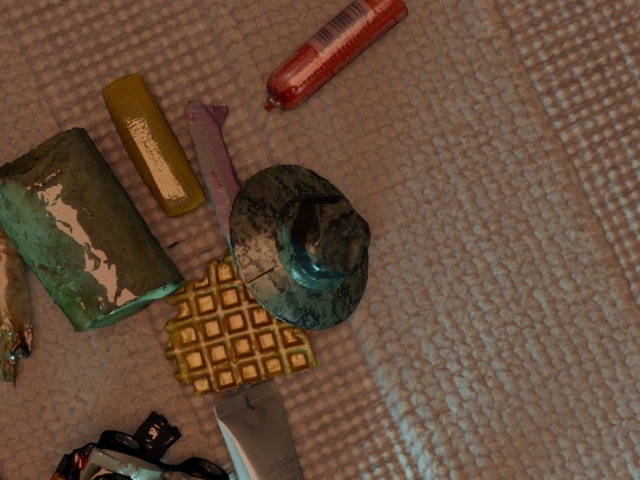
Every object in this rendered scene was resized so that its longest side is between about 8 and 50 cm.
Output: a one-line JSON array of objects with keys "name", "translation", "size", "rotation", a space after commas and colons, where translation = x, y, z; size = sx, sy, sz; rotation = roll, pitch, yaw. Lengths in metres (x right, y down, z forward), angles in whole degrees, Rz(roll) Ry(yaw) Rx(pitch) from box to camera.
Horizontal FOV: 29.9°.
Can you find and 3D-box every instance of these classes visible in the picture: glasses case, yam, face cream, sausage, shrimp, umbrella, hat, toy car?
[{"name": "glasses case", "translation": [-0.260, -0.145, 1.859], "size": [0.079, 0.064, 0.234], "rotation": [-28, 90, -6]}, {"name": "yam", "translation": [-0.357, -0.012, 1.783], "size": [0.195, 0.195, 0.300], "rotation": [-34, 90, -4]}, {"name": "face cream", "translation": [-0.069, 0.379, 1.838], "size": [0.143, 0.089, 0.314], "rotation": [-18, 93, -47]}, {"name": "sausage", "translation": [0.016, -0.297, 1.880], "size": [0.274, 0.074, 0.074], "rotation": [-41, 91, -5]}, {"name": "shrimp", "translation": [-0.517, 0.084, 1.841], "size": [0.154, 0.062, 0.294], "rotation": [-17, 87, 8]}, {"name": "umbrella", "translation": [-0.309, 0.369, 1.841], "size": [0.066, 0.059, 0.236], "rotation": [42, 85, -17]}, {"name": "hat", "translation": [0.000, 0.000, 1.792], "size": [0.265, 0.128, 0.266], "rotation": [7, 77, -31]}, {"name": "toy car", "translation": [-0.270, 0.403, 1.775], "size": [0.301, 0.118, 0.193], "rotation": [26, 95, -34]}]

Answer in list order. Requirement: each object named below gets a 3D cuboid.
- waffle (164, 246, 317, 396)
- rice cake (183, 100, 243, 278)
[{"name": "waffle", "translation": [-0.138, 0.118, 1.864], "size": [0.229, 0.057, 0.219], "rotation": [-13, 88, -4]}, {"name": "rice cake", "translation": [-0.138, -0.084, 1.847], "size": [0.081, 0.051, 0.290], "rotation": [-14, 76, -20]}]
